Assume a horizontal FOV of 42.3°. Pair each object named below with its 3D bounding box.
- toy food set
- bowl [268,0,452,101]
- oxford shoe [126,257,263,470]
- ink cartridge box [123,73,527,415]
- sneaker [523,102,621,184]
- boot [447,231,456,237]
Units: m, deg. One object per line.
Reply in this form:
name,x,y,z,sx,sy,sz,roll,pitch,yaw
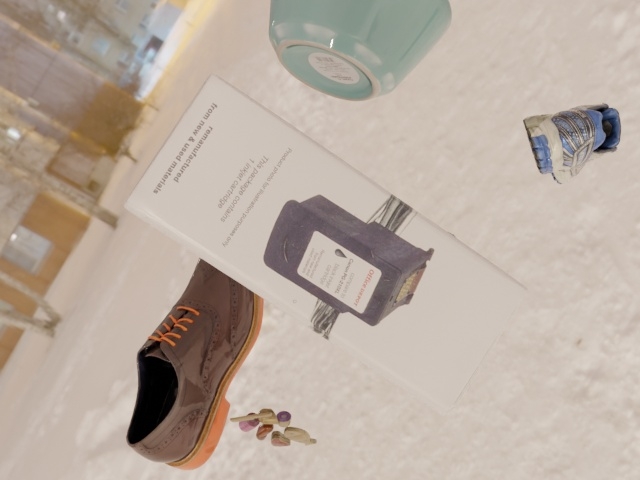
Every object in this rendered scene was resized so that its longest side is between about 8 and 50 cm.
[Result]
toy food set,-0.062,0.236,1.052,0.078,0.122,0.019,-13,55,19
bowl,0.039,-0.341,1.344,0.163,0.312,0.311,-67,17,-12
oxford shoe,-0.135,0.106,0.896,0.097,0.098,0.271,-1,68,34
ink cartridge box,0.000,0.000,0.572,0.100,0.237,0.172,-56,7,1
sneaker,0.188,-0.071,0.593,0.058,0.052,0.135,-17,1,24
boot,0.081,0.028,1.036,0.207,0.248,0.090,-9,77,35
